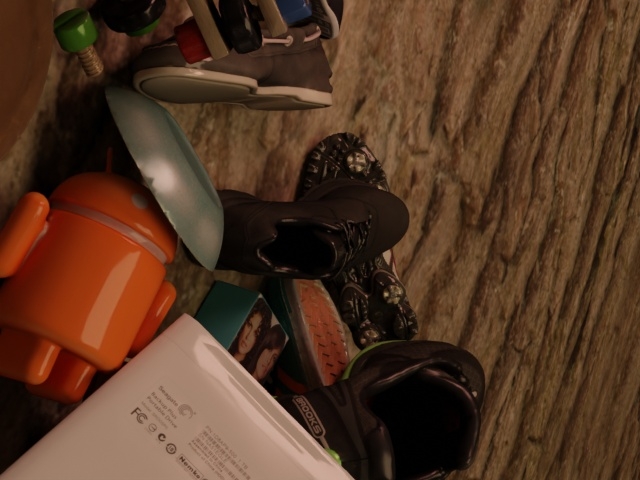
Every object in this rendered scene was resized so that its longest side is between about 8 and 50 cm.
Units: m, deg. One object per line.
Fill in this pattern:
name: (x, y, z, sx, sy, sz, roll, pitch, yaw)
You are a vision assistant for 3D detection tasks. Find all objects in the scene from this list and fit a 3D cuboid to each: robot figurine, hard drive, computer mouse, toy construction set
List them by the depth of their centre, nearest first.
hard drive: (-0.148, 0.247, 1.249, 0.353, 0.233, 0.047, -43, 176, -39)
toy construction set: (-0.072, -0.306, 1.258, 0.257, 0.309, 0.237, -65, 145, -39)
robot figurine: (-0.207, 0.032, 1.330, 0.219, 0.158, 0.128, -65, -177, -16)
computer mouse: (-0.014, -0.284, 1.565, 0.042, 0.106, 0.193, -54, 154, -21)

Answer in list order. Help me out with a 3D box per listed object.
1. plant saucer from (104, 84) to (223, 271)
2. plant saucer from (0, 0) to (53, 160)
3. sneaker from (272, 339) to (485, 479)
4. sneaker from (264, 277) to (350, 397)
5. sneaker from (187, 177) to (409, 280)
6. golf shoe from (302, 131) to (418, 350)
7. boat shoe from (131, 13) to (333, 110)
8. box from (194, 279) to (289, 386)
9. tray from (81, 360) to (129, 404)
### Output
plant saucer: (-0.131, -0.065, 1.373, 0.037, 0.195, 0.195, -28, 143, 3)
plant saucer: (-0.301, -0.155, 1.174, 0.278, 0.041, 0.277, -31, 129, -50)
sneaker: (0.090, 0.206, 1.588, 0.483, 0.202, 0.185, -19, 98, -65)
sneaker: (-0.026, 0.179, 1.741, 0.108, 0.121, 0.302, -35, 111, -66)
sneaker: (0.000, 0.000, 1.613, 0.286, 0.130, 0.109, -10, 110, -41)
golf shoe: (0.037, -0.001, 1.787, 0.120, 0.105, 0.272, -116, -168, -72)
boat shoe: (-0.086, -0.183, 1.477, 0.335, 0.112, 0.095, -2, 87, -65)
box: (-0.126, 0.172, 1.600, 0.244, 0.060, 0.100, -61, 148, -23)
tray: (-0.117, 0.280, 1.512, 0.411, 0.076, 0.202, 41, 61, -55)
